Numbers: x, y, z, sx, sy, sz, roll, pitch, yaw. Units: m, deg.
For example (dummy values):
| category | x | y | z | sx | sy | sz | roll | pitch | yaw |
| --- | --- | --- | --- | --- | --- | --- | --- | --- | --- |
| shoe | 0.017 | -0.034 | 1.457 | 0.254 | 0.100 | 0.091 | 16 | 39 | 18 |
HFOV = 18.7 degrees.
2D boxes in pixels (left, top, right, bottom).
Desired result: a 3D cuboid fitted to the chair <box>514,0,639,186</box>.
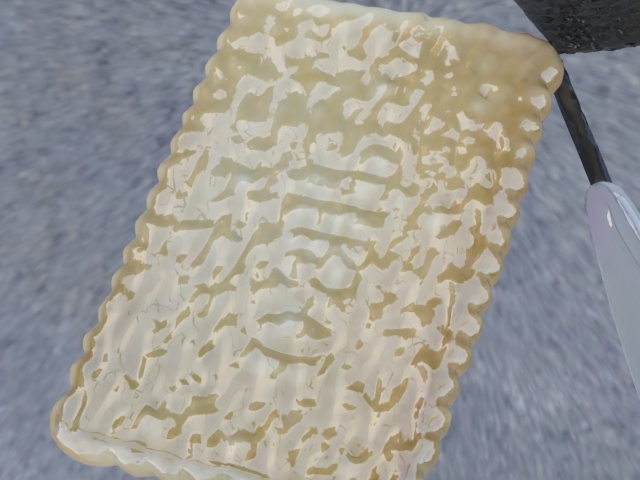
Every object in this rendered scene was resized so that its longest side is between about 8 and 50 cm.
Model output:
| category | x | y | z | sx | sy | sz | roll | pitch | yaw |
| --- | --- | --- | --- | --- | --- | --- | --- | --- | --- |
| chair | 0.148 | -0.117 | 0.875 | 0.213 | 0.174 | 0.149 | 49 | 54 | -33 |

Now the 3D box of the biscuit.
| category | x | y | z | sx | sy | sz | roll | pitch | yaw |
| --- | --- | --- | --- | --- | --- | --- | --- | --- | --- |
| biscuit | 0.000 | 0.000 | 0.821 | 0.160 | 0.030 | 0.250 | 11 | 58 | 14 |

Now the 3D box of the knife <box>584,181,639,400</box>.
| category | x | y | z | sx | sy | sz | roll | pitch | yaw |
| --- | --- | --- | --- | --- | --- | --- | --- | --- | --- |
| knife | 0.110 | 0.096 | 0.407 | 0.032 | 0.058 | 0.244 | -20 | 64 | -16 |
